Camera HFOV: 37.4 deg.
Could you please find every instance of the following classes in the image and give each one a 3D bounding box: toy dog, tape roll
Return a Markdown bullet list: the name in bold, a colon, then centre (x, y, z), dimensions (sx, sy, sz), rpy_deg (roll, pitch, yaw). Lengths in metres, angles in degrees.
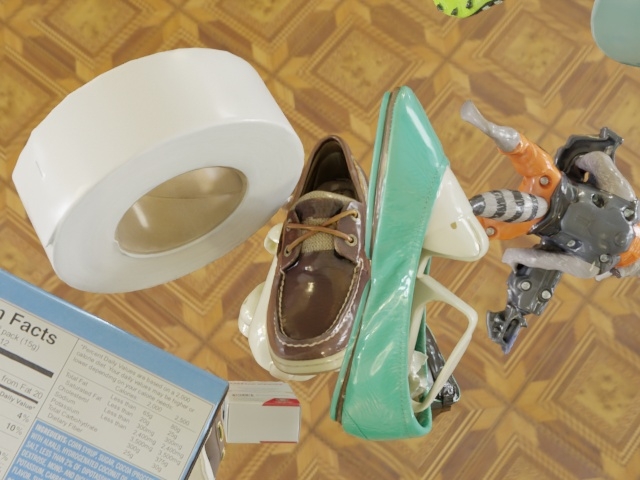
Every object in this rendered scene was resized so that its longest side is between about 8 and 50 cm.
- **toy dog**: centre (-0.017, 0.052, 1.925), dimensions (0.285, 0.395, 0.407), rpy_deg (25, 111, 13)
- **tape roll**: centre (-0.163, -0.065, 0.983), dimensions (0.286, 0.286, 0.100), rpy_deg (-27, 68, -10)

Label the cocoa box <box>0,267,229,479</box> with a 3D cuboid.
- **cocoa box**: centre (-0.250, 0.181, 0.755), dimensions (0.232, 0.347, 0.227), rpy_deg (28, 69, -10)

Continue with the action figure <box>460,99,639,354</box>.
- **action figure**: centre (0.286, 0.005, 1.232), dimensions (0.330, 0.178, 0.341), rpy_deg (14, 102, -18)

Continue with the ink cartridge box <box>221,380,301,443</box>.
- **ink cartridge box**: centre (-0.109, 0.305, 1.686), dimensions (0.128, 0.175, 0.072), rpy_deg (2, 93, -9)

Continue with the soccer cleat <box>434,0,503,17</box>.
- **soccer cleat**: centre (0.181, -0.269, 0.973), dimensions (0.072, 0.179, 0.060), rpy_deg (-21, 102, -26)

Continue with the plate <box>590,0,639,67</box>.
- **plate**: centre (0.248, -0.148, 0.536), dimensions (0.188, 0.188, 0.024), rpy_deg (-12, 67, -6)

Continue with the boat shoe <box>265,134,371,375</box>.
- **boat shoe**: centre (0.000, 0.000, 1.038), dimensions (0.123, 0.123, 0.342), rpy_deg (-5, 36, 17)

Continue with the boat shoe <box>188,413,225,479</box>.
- **boat shoe**: centre (-0.247, 0.365, 1.858), dimensions (0.117, 0.324, 0.096), rpy_deg (10, 40, 15)

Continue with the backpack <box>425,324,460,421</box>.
- **backpack**: centre (0.122, 0.209, 1.568), dimensions (0.166, 0.144, 0.188), rpy_deg (8, 54, -35)

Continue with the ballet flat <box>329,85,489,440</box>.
- **ballet flat**: centre (0.068, 0.023, 0.640), dimensions (0.087, 0.083, 0.247), rpy_deg (11, 104, 13)
